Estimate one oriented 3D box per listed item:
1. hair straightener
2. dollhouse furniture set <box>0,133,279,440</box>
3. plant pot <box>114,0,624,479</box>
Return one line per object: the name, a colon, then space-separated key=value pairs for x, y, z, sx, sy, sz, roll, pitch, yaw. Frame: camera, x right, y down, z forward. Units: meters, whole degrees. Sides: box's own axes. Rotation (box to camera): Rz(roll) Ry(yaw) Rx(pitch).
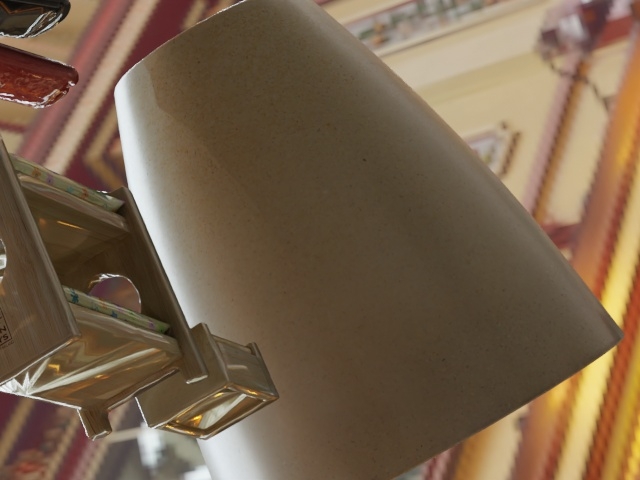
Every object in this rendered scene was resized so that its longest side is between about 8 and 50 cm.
hair straightener: x=-0.221 y=-0.126 z=0.856 sx=0.230 sy=0.047 sz=0.089 roll=10 pitch=-118 yaw=-32
dollhouse furniture set: x=-0.138 y=0.047 z=0.761 sx=0.101 sy=0.161 sz=0.182 roll=65 pitch=-165 yaw=21
plant pot: x=0.000 y=0.000 z=1.082 sx=0.256 sy=0.256 sz=0.274 roll=-23 pitch=-97 yaw=-52
